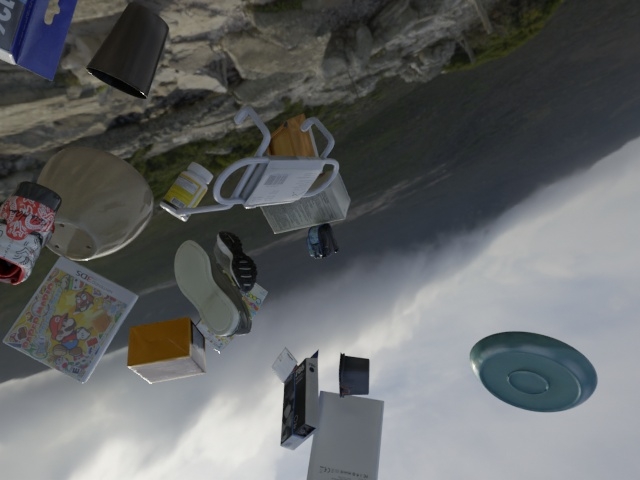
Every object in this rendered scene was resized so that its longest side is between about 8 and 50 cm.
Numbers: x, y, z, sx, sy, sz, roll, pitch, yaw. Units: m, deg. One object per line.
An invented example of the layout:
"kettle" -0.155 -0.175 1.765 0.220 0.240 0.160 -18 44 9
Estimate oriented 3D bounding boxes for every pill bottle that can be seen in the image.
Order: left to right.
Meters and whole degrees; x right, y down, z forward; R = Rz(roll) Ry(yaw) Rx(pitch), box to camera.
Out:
"pill bottle" -0.513 -0.191 1.727 0.209 0.119 0.119 -58 -171 -11

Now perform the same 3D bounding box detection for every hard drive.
"hard drive" 0.084 0.712 1.516 0.232 0.354 0.047 8 153 4

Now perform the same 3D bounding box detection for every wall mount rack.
"wall mount rack" -0.131 -0.129 0.945 0.349 0.131 0.304 -12 148 -53

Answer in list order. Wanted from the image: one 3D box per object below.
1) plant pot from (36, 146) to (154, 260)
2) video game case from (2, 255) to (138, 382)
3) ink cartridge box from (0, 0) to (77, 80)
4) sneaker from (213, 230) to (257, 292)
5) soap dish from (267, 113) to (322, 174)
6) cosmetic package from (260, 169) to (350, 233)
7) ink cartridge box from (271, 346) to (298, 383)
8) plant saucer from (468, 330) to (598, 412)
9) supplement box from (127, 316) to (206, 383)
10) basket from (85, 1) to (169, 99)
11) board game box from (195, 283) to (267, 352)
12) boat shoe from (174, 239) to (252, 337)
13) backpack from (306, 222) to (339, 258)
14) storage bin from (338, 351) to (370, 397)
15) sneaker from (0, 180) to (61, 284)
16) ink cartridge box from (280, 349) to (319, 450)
"plant pot" -0.588 -0.063 1.119 0.283 0.284 0.191 -19 -142 17
"video game case" -0.578 0.181 1.043 0.227 0.206 0.026 -62 -179 -14
"ink cartridge box" -0.627 -0.519 0.847 0.307 0.304 0.072 18 169 -41
"sneaker" -0.308 0.088 1.596 0.100 0.272 0.108 6 128 -40
"soap dish" -0.120 -0.353 1.890 0.118 0.291 0.228 -7 168 -40
"cosmetic package" -0.056 -0.142 1.655 0.295 0.153 0.129 -9 -146 23
"ink cartridge box" -0.101 0.371 1.345 0.029 0.063 0.115 -18 148 -49
"plant saucer" 0.559 0.368 1.199 0.317 0.318 0.044 -19 -153 41
"supplement box" -0.491 0.359 1.449 0.191 0.129 0.194 -10 147 -2
"basket" -0.559 -0.566 1.329 0.204 0.227 0.154 22 176 17
"board game box" -0.348 0.274 1.711 0.275 0.144 0.142 -47 -171 31
"boat shoe" -0.270 0.119 1.111 0.109 0.305 0.091 -48 146 10
"backpack" 0.000 0.000 1.598 0.084 0.115 0.105 -9 -170 37
"storage bin" 0.102 0.411 1.338 0.090 0.135 0.098 1 -147 8
"sneaker" -0.530 0.006 0.773 0.090 0.145 0.270 28 151 -28
"ink cartridge box" -0.072 0.552 1.602 0.165 0.065 0.333 -52 -159 29
